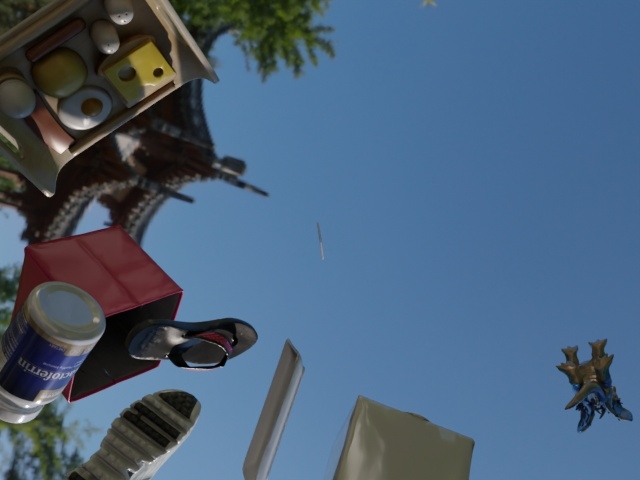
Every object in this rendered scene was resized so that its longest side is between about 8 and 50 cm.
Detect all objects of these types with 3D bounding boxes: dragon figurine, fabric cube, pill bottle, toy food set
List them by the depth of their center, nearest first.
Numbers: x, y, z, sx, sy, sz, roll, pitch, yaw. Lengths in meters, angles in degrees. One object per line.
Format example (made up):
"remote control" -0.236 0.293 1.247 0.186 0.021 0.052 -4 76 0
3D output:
"toy food set" -0.312 -0.211 1.096 0.306 0.219 0.092 -33 -129 1
"dragon figurine" 0.420 0.241 1.219 0.085 0.289 0.144 -18 -86 16
"pill bottle" -0.535 0.217 1.529 0.264 0.153 0.153 -51 -142 23
"fabric cube" -0.509 0.157 1.810 0.258 0.259 0.254 42 -53 25

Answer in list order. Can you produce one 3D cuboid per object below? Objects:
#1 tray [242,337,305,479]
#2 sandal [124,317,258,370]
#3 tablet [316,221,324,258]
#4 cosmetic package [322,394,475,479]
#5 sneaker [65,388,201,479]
"tray" -0.083 0.322 1.470 0.145 0.030 0.270 -156 -95 -78
"sandal" -0.136 0.120 0.891 0.040 0.179 0.067 45 -69 33
"tablet" 0.000 0.000 1.869 0.083 0.006 0.054 -101 -177 -57
"cosmetic package" 0.083 0.420 1.109 0.365 0.197 0.155 -67 179 -50
"sneaker" -0.314 0.363 1.319 0.110 0.292 0.118 36 -28 21
